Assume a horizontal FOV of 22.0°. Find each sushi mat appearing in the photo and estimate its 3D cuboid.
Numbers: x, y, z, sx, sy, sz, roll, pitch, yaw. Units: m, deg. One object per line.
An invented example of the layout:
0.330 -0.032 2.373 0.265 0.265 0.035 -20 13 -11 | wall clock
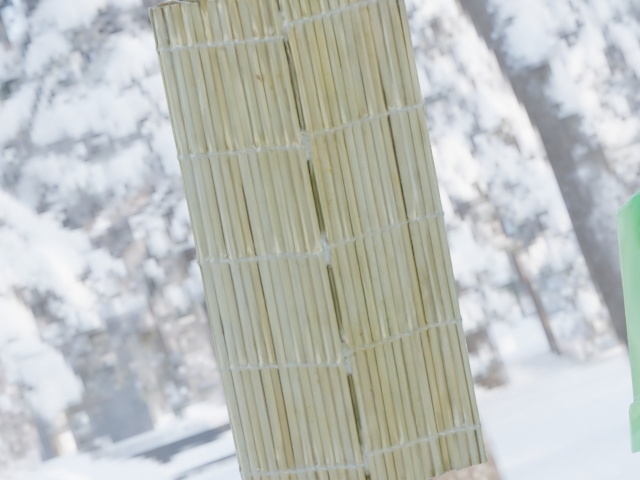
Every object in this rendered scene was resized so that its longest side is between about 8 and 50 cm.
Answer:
0.000 0.000 0.981 0.151 0.316 0.019 -10 9 3 | sushi mat

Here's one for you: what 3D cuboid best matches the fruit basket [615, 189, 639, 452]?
0.332 0.092 0.963 0.283 0.392 0.392 -16 -5 -12 | fruit basket
